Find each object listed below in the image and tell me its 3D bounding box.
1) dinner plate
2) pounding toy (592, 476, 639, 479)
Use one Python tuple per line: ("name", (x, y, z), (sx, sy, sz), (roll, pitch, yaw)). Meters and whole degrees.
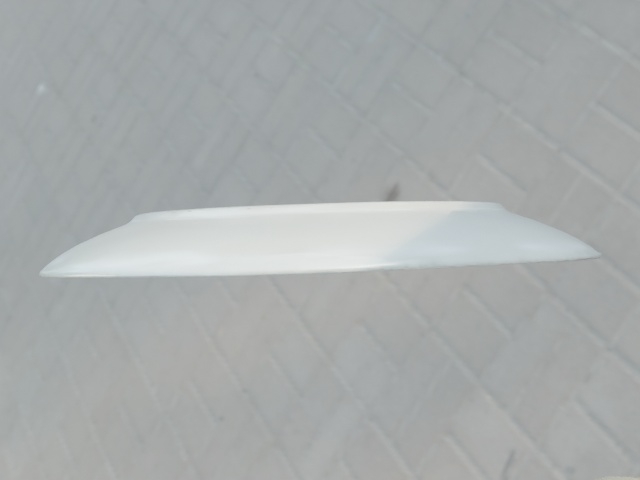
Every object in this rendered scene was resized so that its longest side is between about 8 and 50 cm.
("dinner plate", (0.000, 0.000, 0.375), (0.141, 0.141, 0.017), (-3, 88, 54))
("pounding toy", (0.280, 0.272, 1.158), (0.154, 0.269, 0.154), (0, 95, 25))
